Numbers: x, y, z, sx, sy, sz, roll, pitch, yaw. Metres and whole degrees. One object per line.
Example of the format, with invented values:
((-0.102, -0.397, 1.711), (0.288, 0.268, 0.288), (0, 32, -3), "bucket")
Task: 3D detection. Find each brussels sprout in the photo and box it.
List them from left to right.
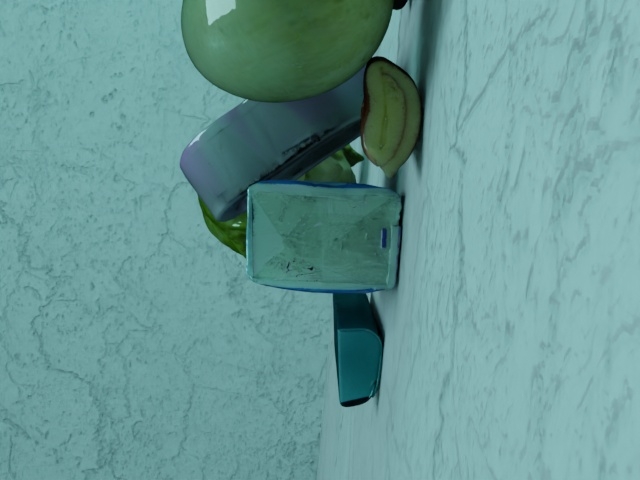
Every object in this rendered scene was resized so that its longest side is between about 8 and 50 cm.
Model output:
((-0.119, -0.136, 1.908), (0.342, 0.361, 0.425), (-43, -38, -41), "brussels sprout")

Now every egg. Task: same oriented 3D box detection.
((-0.049, -0.266, 0.927), (0.296, 0.219, 0.218), (-20, 59, 49), "egg")

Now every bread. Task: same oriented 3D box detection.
((0.082, -0.153, 0.939), (0.192, 0.067, 0.119), (-84, -4, -67), "bread")

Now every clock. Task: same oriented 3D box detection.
((-0.050, -0.152, 1.197), (0.102, 0.339, 0.338), (57, 178, 1), "clock")

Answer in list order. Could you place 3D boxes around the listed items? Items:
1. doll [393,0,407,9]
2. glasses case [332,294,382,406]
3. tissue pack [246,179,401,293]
((0.066, -0.416, 1.132), (0.234, 0.144, 0.135), (-86, 7, -46), "doll")
((0.055, 0.156, 1.258), (0.301, 0.070, 0.117), (-102, 11, -81), "glasses case")
((0.000, 0.000, 1.123), (0.263, 0.198, 0.146), (120, 153, -87), "tissue pack")
